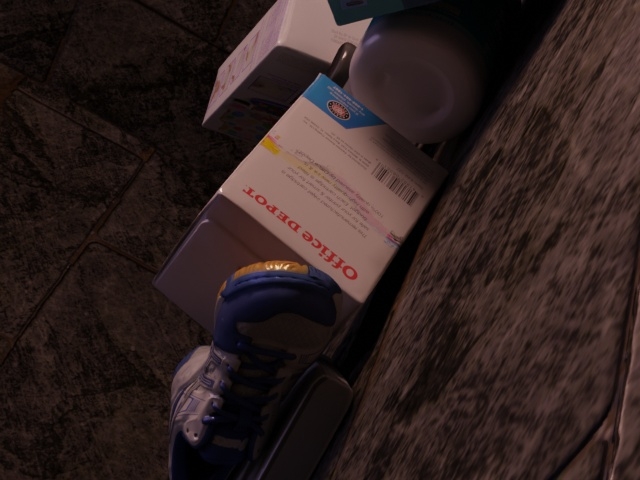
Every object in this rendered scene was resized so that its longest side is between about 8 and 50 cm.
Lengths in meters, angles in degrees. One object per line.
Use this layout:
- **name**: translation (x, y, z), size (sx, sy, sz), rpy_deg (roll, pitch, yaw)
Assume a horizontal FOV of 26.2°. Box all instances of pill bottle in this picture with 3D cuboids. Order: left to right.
- **pill bottle**: translation (0.135, -0.234, 1.501), size (0.146, 0.146, 0.264), rpy_deg (-58, 5, 45)

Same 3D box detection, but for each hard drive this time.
- **hard drive**: translation (-0.042, 0.208, 1.327), size (0.203, 0.040, 0.307), rpy_deg (-61, 3, -1)

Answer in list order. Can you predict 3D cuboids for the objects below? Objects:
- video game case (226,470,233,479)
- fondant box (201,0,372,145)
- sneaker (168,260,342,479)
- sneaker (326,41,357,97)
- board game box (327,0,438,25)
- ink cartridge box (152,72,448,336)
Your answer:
- **video game case**: translation (-0.092, 0.226, 1.510), size (0.196, 0.026, 0.274), rpy_deg (-54, -10, -38)
- **fondant box**: translation (0.012, -0.194, 1.758), size (0.330, 0.238, 0.096), rpy_deg (147, 138, -65)
- **sneaker**: translation (-0.060, 0.131, 1.216), size (0.296, 0.112, 0.131), rpy_deg (121, 160, -52)
- **sneaker**: translation (0.057, -0.118, 1.591), size (0.270, 0.145, 0.090), rpy_deg (112, -177, -59)
- **board game box**: translation (0.159, -0.350, 1.432), size (0.254, 0.079, 0.336), rpy_deg (-10, 29, 23)
- **ink cartridge box**: translation (-0.018, -0.011, 1.366), size (0.168, 0.171, 0.232), rpy_deg (-50, 1, 44)
